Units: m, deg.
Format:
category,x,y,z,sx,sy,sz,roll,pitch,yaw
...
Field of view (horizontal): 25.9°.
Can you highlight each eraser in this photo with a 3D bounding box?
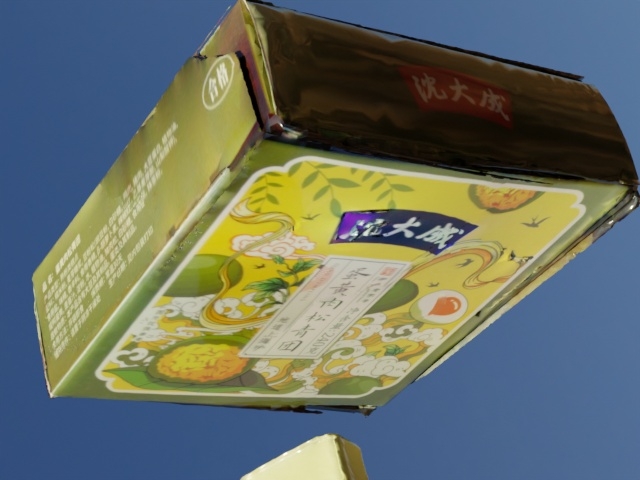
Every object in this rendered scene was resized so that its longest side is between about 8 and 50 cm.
category,x,y,z,sx,sy,sz,roll,pitch,yaw
eraser,-0.002,0.272,1.234,0.058,0.117,0.172,36,-150,-50

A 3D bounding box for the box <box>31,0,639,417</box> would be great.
category,x,y,z,sx,sy,sz,roll,pitch,yaw
box,0.000,0.000,1.216,0.373,0.420,0.138,8,-128,-33
